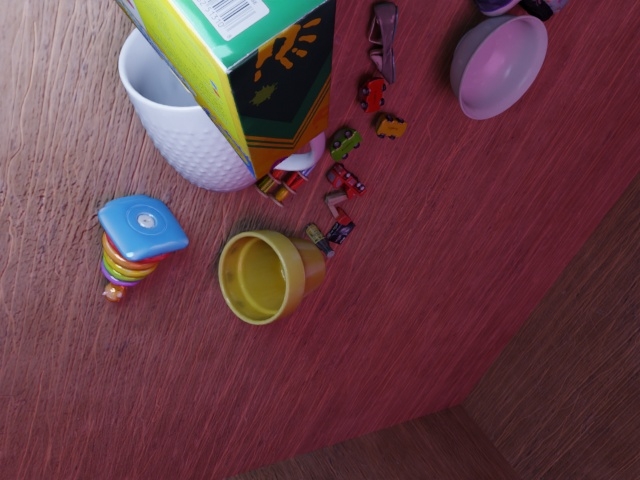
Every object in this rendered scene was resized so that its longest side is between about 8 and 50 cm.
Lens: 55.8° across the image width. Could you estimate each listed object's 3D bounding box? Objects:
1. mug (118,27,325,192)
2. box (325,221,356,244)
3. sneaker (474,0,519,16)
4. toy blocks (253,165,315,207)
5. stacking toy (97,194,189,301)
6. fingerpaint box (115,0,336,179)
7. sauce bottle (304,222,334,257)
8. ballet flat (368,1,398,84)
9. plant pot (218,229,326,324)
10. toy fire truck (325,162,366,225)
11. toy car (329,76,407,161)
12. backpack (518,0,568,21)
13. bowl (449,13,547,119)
[{"bbox_3d":[-0.167,-0.240,1.197,0.328,0.374,0.276,83,28,-60],"label":"mug"},{"bbox_3d":[0.063,-0.029,1.894,0.067,0.018,0.083,20,114,-49],"label":"box"},{"bbox_3d":[0.473,-0.707,1.429,0.323,0.130,0.236,-42,148,13],"label":"sneaker"},{"bbox_3d":[-0.088,-0.169,1.589,0.148,0.054,0.123,-46,143,10],"label":"toy blocks"},{"bbox_3d":[-0.459,0.049,1.448,0.175,0.166,0.302,-18,153,-46],"label":"stacking toy"},{"bbox_3d":[-0.173,-0.349,0.841,0.163,0.445,0.371,-37,170,-8],"label":"fingerpaint box"},{"bbox_3d":[0.000,0.000,1.780,0.042,0.128,0.042,-24,140,-22],"label":"sauce bottle"},{"bbox_3d":[0.150,-0.476,1.471,0.068,0.072,0.213,-4,137,0],"label":"ballet flat"},{"bbox_3d":[-0.115,0.089,1.699,0.239,0.254,0.254,-11,138,-53],"label":"plant pot"},{"bbox_3d":[0.061,-0.132,1.760,0.135,0.047,0.192,-44,143,9],"label":"toy fire truck"},{"bbox_3d":[0.106,-0.305,1.611,0.225,0.053,0.239,-41,143,4],"label":"toy car"},{"bbox_3d":[0.608,-0.683,1.584,0.152,0.115,0.182,16,115,-45],"label":"backpack"},{"bbox_3d":[0.456,-0.491,1.643,0.298,0.134,0.298,-24,142,-20],"label":"bowl"}]
